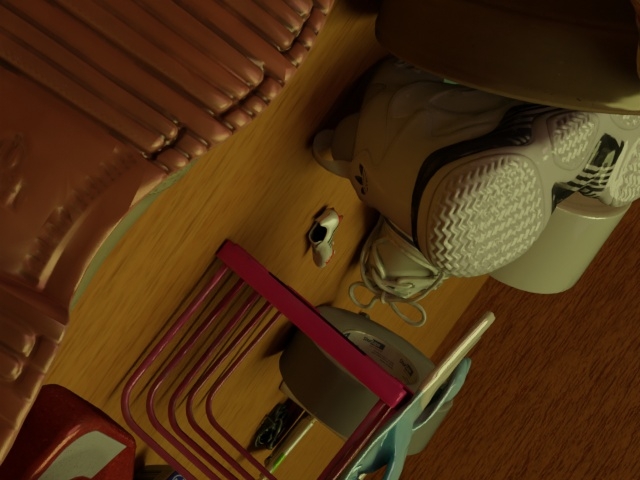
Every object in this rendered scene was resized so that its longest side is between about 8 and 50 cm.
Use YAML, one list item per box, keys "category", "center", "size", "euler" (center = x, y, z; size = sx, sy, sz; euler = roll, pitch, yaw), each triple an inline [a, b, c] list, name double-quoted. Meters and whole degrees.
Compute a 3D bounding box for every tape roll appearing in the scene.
- category: "tape roll"
  center: [0.339, -0.061, 1.579]
  size: [0.246, 0.246, 0.169]
  euler: [-38, 158, -47]
- category: "tape roll"
  center: [0.059, 0.175, 1.287]
  size: [0.072, 0.219, 0.219]
  euler: [-60, 165, 16]

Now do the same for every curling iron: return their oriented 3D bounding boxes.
- category: "curling iron"
  center: [-0.005, 0.214, 1.542]
  size: [0.274, 0.035, 0.068]
  euler: [-46, 164, -26]

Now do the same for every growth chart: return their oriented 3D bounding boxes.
- category: "growth chart"
  center: [-0.033, 0.295, 1.594]
  size: [0.172, 0.021, 0.237]
  euler: [-50, 177, 6]

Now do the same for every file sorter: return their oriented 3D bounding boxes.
- category: "file sorter"
  center: [-0.039, 0.157, 0.982]
  size: [0.182, 0.202, 0.291]
  euler: [-50, 166, -3]

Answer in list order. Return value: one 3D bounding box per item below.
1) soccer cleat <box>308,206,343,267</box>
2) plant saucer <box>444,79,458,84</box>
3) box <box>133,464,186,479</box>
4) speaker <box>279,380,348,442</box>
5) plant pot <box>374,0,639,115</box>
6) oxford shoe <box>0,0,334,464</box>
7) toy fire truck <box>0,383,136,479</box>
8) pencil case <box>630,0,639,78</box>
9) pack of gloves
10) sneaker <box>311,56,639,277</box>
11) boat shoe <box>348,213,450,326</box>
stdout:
- category: "soccer cleat"
  center: [0.000, 0.000, 1.084]
  size: [0.035, 0.029, 0.083]
  euler: [-30, 151, -38]
- category: "plant saucer"
  center: [0.165, -0.173, 0.999]
  size: [0.195, 0.195, 0.037]
  euler: [-57, -153, 14]
- category: "box"
  center: [-0.173, 0.326, 1.047]
  size: [0.072, 0.137, 0.126]
  euler: [-12, -160, 43]
- category: "speaker"
  center: [0.010, 0.232, 1.430]
  size: [0.055, 0.136, 0.055]
  euler: [-48, 164, -18]
- category: "plant pot"
  center: [0.189, -0.240, 0.750]
  size: [0.263, 0.263, 0.229]
  euler: [-31, 137, -57]
- category: "oxford shoe"
  center: [-0.121, -0.058, 0.440]
  size: [0.397, 0.140, 0.146]
  euler: [-55, -163, -16]
- category: "toy fire truck"
  center: [-0.221, 0.222, 0.583]
  size: [0.302, 0.169, 0.254]
  euler: [-50, 162, -13]
- category: "pencil case"
  center: [0.191, -0.224, 0.508]
  size: [0.410, 0.183, 0.160]
  euler: [53, 46, -37]
- category: "pack of gloves"
  center: [0.081, 0.185, 0.914]
  size: [0.232, 0.046, 0.195]
  euler: [-45, 164, -15]
- category: "sneaker"
  center: [0.172, -0.107, 0.925]
  size: [0.366, 0.210, 0.137]
  euler: [-27, 132, -31]
- category: "boat shoe"
  center: [0.108, 0.035, 1.336]
  size: [0.156, 0.136, 0.367]
  euler: [-51, 175, 2]
